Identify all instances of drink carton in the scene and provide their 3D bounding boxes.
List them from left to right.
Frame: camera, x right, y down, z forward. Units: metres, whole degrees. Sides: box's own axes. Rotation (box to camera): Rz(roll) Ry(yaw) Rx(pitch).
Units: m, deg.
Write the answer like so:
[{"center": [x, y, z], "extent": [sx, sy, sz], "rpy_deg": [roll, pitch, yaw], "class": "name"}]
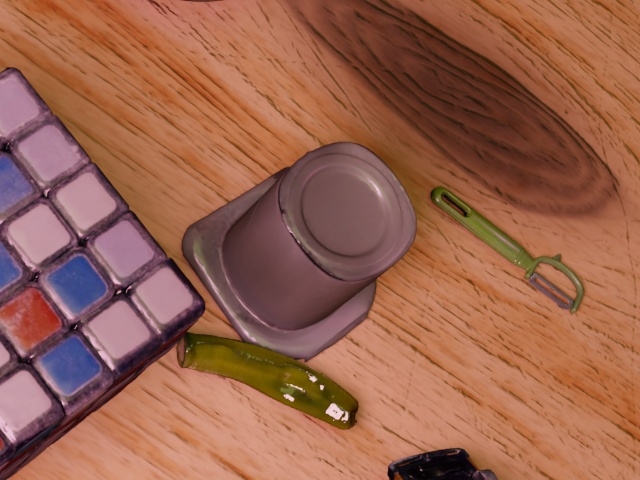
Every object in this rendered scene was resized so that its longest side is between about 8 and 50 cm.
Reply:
[{"center": [0.000, 0.000, 1.885], "extent": [0.185, 0.189, 0.191], "rpy_deg": [-31, 85, -33], "class": "drink carton"}]

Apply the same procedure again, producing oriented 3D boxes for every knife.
[{"center": [0.213, 0.001, 2.062], "extent": [0.212, 0.015, 0.054], "rpy_deg": [36, 61, -6], "class": "knife"}]

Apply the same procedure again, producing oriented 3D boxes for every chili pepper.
[{"center": [-0.054, 0.139, 1.886], "extent": [0.201, 0.050, 0.052], "rpy_deg": [22, 80, -10], "class": "chili pepper"}]

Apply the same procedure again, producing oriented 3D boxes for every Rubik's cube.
[{"center": [-0.328, 0.067, 1.668], "extent": [0.293, 0.292, 0.287], "rpy_deg": [-37, 88, -30], "class": "Rubik's cube"}]

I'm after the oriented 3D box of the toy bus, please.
[{"center": [0.147, 0.305, 1.828], "extent": [0.098, 0.114, 0.201], "rpy_deg": [-10, 33, -25], "class": "toy bus"}]
